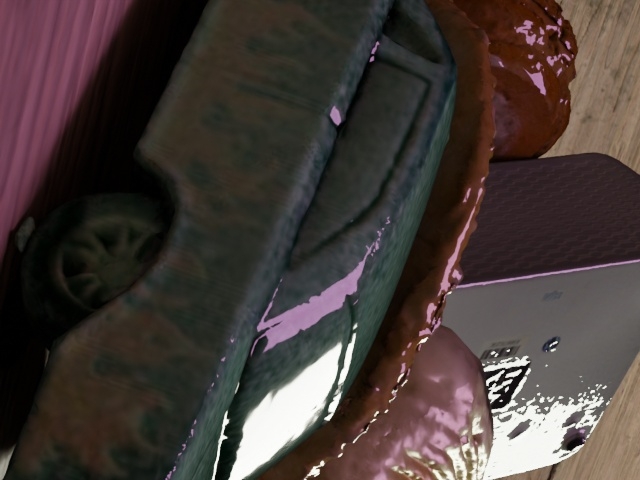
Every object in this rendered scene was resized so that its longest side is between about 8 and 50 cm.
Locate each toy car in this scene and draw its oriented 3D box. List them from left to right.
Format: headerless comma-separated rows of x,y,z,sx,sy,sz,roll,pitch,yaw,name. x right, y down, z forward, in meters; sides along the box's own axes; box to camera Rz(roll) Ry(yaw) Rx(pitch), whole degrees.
-0.017,-0.013,0.566,0.141,0.097,0.321,102,8,-56,toy car

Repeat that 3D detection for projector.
0.085,0.061,1.098,0.250,0.108,0.198,-7,136,-35,projector

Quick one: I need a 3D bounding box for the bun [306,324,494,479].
-0.014,0.136,0.877,0.244,0.153,0.244,-46,153,-32,bun

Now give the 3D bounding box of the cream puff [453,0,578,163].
0.084,-0.110,1.107,0.165,0.150,0.115,-31,-139,36,cream puff

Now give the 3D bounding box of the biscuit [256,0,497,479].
-0.001,-0.001,0.707,0.220,0.033,0.220,-45,-149,37,biscuit
